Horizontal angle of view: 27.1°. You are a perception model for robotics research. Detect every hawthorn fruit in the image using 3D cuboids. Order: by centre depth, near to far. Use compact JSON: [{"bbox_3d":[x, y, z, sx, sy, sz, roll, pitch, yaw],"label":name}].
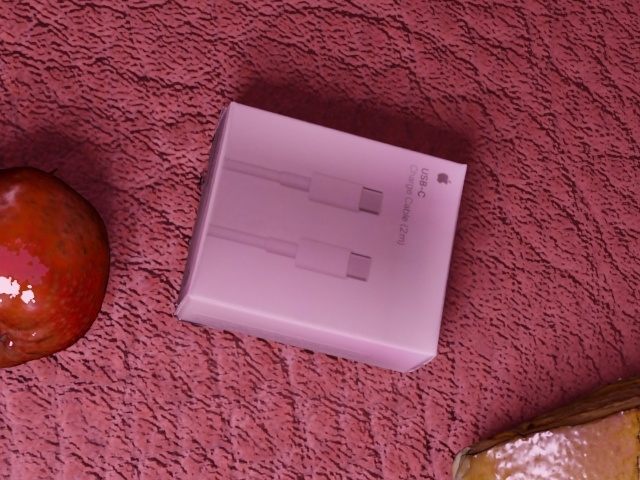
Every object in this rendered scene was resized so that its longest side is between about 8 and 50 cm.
[{"bbox_3d":[-0.276,0.009,1.197,0.179,0.179,0.200,15,59,-9],"label":"hawthorn fruit"}]

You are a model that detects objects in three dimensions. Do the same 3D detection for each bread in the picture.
[{"bbox_3d":[0.244,0.216,1.256,0.257,0.186,0.124,-20,86,-4],"label":"bread"}]

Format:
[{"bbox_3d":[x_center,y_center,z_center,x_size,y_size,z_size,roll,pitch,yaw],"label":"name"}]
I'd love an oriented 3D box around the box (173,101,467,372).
[{"bbox_3d":[0.000,0.000,1.299,0.252,0.106,0.203,15,70,-10],"label":"box"}]
